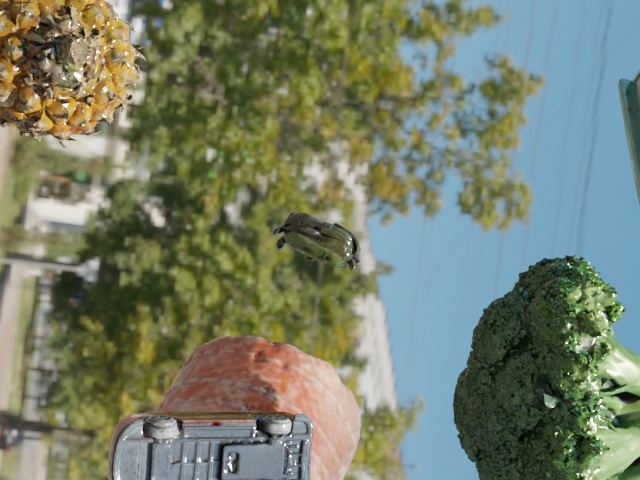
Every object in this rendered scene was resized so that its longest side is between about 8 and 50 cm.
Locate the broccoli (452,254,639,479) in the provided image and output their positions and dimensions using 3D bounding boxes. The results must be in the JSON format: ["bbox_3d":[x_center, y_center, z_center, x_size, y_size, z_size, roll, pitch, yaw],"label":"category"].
[{"bbox_3d":[0.254,0.148,1.168,0.270,0.270,0.270,-2,90,-75],"label":"broccoli"}]

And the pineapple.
[{"bbox_3d":[-0.238,-0.173,1.158,0.161,0.176,0.137,-50,-158,-14],"label":"pineapple"}]

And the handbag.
[{"bbox_3d":[0.000,0.000,1.530,0.047,0.111,0.072,-60,157,-24],"label":"handbag"}]

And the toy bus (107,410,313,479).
[{"bbox_3d":[-0.097,0.181,1.077,0.077,0.174,0.079,-164,-103,-68],"label":"toy bus"}]

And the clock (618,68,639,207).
[{"bbox_3d":[0.382,-0.125,1.144,0.262,0.116,0.231,-85,-163,-46],"label":"clock"}]

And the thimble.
[{"bbox_3d":[-0.080,0.231,1.499,0.162,0.239,0.239,-61,175,-41],"label":"thimble"}]
